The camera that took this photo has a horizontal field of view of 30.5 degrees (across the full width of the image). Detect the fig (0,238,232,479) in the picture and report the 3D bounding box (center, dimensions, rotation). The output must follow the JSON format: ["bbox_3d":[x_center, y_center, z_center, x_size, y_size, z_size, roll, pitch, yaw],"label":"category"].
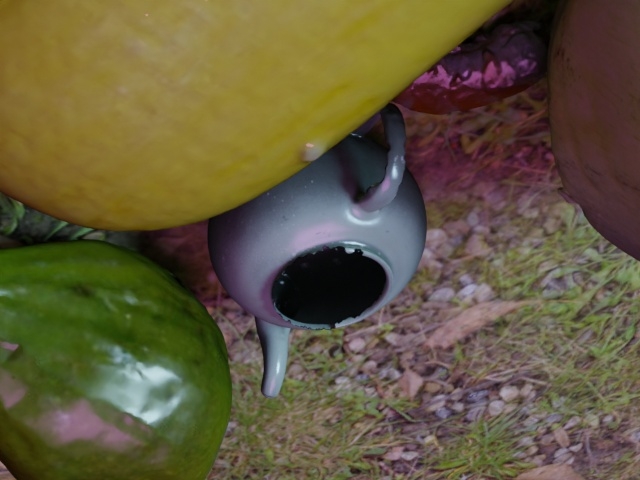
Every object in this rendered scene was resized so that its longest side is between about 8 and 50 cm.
[{"bbox_3d":[-0.202,0.087,1.006,0.233,0.233,0.314,-13,128,0],"label":"fig"}]

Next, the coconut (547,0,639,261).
[{"bbox_3d":[0.337,-0.109,0.832,0.352,0.352,0.352,-7,137,-7],"label":"coconut"}]

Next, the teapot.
[{"bbox_3d":[0.000,0.000,1.022,0.193,0.129,0.294,10,133,-24],"label":"teapot"}]

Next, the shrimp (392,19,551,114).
[{"bbox_3d":[0.107,-0.175,0.932,0.161,0.049,0.166,-17,130,7],"label":"shrimp"}]

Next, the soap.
[{"bbox_3d":[-0.075,-0.151,0.803,0.427,0.115,0.306,-32,140,22],"label":"soap"}]
